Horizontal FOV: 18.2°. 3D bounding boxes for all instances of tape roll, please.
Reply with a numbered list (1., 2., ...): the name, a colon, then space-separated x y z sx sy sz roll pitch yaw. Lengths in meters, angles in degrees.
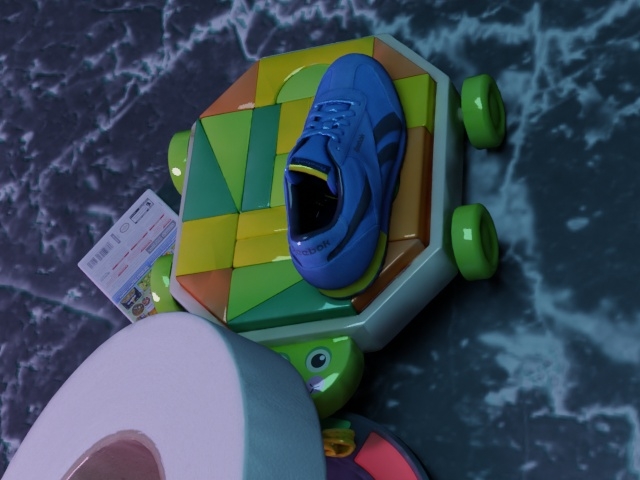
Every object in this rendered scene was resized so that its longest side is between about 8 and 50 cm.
1. tape roll: -0.138 0.239 1.354 0.392 0.072 0.392 -39 37 37

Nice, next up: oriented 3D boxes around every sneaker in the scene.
1. sneaker: 0.013 -0.063 1.431 0.069 0.082 0.209 -10 53 24

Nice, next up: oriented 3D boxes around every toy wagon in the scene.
1. toy wagon: 0.000 0.000 1.490 0.267 0.068 0.344 -9 54 22

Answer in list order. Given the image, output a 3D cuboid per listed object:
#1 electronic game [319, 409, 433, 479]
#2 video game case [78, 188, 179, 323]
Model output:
1. electronic game: -0.017 0.229 1.418 0.229 0.048 0.229 -12 61 22
2. video game case: -0.132 0.023 1.601 0.087 0.011 0.122 -47 54 -1
